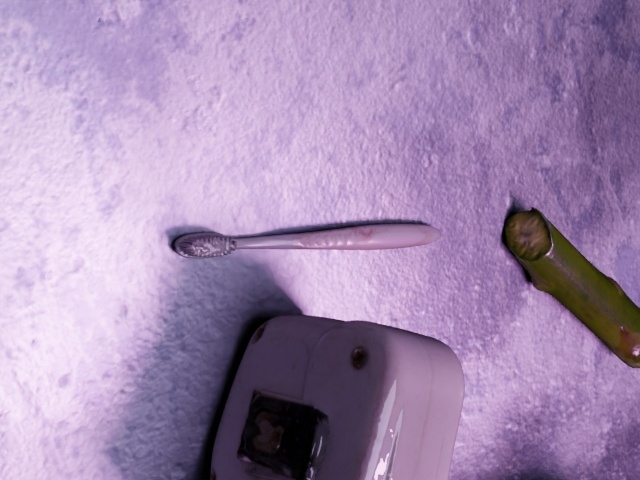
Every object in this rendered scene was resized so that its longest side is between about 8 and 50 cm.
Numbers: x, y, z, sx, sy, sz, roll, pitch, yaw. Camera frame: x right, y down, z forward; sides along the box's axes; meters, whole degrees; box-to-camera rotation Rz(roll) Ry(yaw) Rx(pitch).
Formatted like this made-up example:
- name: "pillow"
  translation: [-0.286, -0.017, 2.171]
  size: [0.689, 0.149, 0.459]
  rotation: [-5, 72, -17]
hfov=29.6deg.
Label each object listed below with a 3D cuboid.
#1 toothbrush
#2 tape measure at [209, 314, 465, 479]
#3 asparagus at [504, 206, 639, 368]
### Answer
- name: "toothbrush"
  translation: [0.000, 0.000, 1.168]
  size: [0.307, 0.030, 0.025]
  rotation: [-3, 96, -35]
- name: "tape measure"
  translation: [0.008, 0.199, 1.078]
  size: [0.130, 0.265, 0.258]
  rotation: [15, 82, -39]
- name: "asparagus"
  translation: [0.301, 0.059, 1.373]
  size: [0.278, 0.060, 0.067]
  rotation: [37, 90, -34]
